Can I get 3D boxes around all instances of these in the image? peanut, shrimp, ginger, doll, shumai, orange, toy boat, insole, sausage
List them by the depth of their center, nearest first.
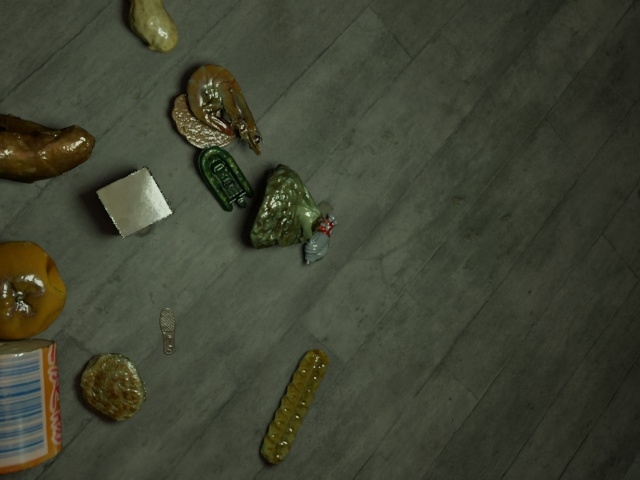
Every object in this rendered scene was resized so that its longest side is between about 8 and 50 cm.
[{"bbox_3d":[-0.760,0.391,1.511,0.233,0.233,0.286,-5,94,-22],"label":"sausage"},{"bbox_3d":[-0.757,0.127,1.523,0.249,0.183,0.248,-1,92,-24],"label":"orange"},{"bbox_3d":[-0.735,-0.229,1.538,0.322,0.172,0.165,0,55,-28],"label":"ginger"},{"bbox_3d":[-0.465,-0.626,1.653,0.117,0.101,0.263,-29,103,-39],"label":"peanut"},{"bbox_3d":[-0.266,-0.350,1.717,0.152,0.063,0.287,-31,98,-18],"label":"shrimp"},{"bbox_3d":[-0.433,0.259,1.760,0.045,0.002,0.134,-3,94,-22],"label":"insole"},{"bbox_3d":[-0.273,-0.179,1.768,0.104,0.052,0.210,-33,118,-6],"label":"toy boat"},{"bbox_3d":[-0.091,-0.075,1.788,0.218,0.189,0.255,23,89,-20],"label":"shumai"},{"bbox_3d":[0.000,0.000,1.893,0.180,0.079,0.094,-60,148,-18],"label":"doll"}]

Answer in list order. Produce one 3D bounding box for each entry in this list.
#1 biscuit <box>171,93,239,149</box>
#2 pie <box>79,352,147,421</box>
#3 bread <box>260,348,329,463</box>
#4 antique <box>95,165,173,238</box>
[{"bbox_3d":[-0.312,-0.349,1.757,0.208,0.049,0.180,-33,103,-20],"label":"biscuit"},{"bbox_3d":[-0.561,0.394,1.675,0.163,0.079,0.193,-14,98,-13],"label":"pie"},{"bbox_3d":[-0.077,0.499,1.882,0.367,0.084,0.077,-64,154,-7],"label":"bread"},{"bbox_3d":[-0.493,-0.103,1.640,0.152,0.148,0.146,-30,103,-18],"label":"antique"}]
